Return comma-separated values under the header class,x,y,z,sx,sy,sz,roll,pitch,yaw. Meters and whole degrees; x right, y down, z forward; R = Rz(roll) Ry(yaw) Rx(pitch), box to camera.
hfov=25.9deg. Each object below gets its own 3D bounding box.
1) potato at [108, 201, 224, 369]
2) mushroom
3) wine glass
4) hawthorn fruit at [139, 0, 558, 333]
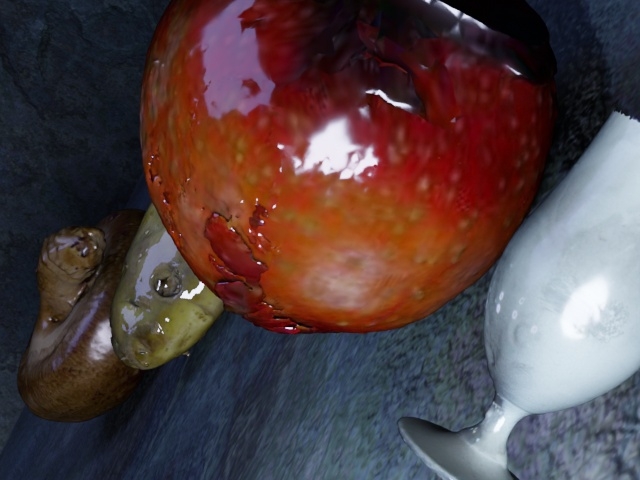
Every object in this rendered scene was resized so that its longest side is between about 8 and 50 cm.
class,x,y,z,sx,sy,sz,roll,pitch,yaw
potato,-0.173,0.031,1.776,0.192,0.141,0.296,3,62,58
mushroom,-0.332,0.118,2.081,0.345,0.239,0.345,-46,-4,-5
wine glass,0.128,0.035,0.702,0.202,0.093,0.093,-57,13,10
hawthorn fruit,0.022,-0.083,0.968,0.316,0.316,0.316,-55,13,20
